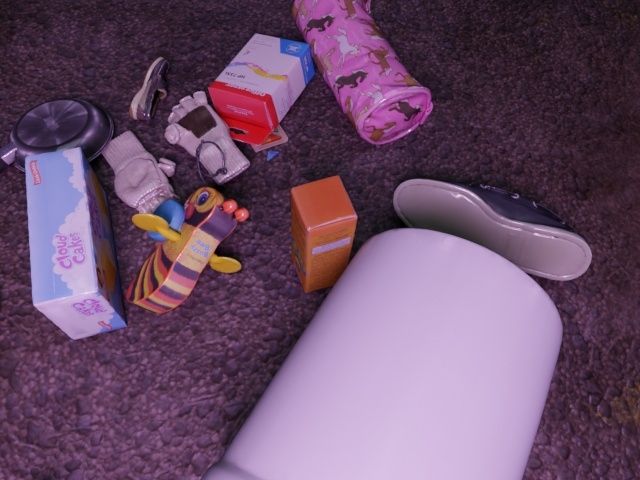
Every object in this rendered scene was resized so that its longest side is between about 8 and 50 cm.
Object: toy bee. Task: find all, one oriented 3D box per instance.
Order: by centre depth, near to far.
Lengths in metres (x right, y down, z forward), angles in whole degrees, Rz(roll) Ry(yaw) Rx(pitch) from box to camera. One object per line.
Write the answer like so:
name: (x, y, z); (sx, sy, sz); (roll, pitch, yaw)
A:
toy bee: (-0.198, -0.024, 0.836); (0.162, 0.195, 0.298); (8, 91, 44)

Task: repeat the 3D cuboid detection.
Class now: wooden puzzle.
wooden puzzle: (-0.111, -0.214, 1.063); (0.079, 0.014, 0.116); (-31, 68, -19)

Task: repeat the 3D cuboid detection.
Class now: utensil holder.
utensil holder: (0.093, 0.221, 0.660); (0.328, 0.327, 0.385); (28, 62, 11)

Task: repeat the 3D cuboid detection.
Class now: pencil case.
pencil case: (0.080, -0.375, 1.088); (0.167, 0.160, 0.385); (-33, 63, 19)

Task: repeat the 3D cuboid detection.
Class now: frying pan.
frying pan: (-0.557, -0.188, 0.996); (0.327, 0.053, 0.197); (-15, 55, -9)

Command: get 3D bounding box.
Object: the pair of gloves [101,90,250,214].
pair of gloves: (-0.278, -0.159, 0.987); (0.240, 0.042, 0.204); (-29, 67, -7)

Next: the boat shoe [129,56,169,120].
boat shoe: (-0.335, -0.303, 1.077); (0.049, 0.056, 0.152); (18, 71, 0)

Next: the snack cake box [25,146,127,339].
snack cake box: (-0.387, 0.004, 0.842); (0.089, 0.152, 0.264); (-13, 63, -12)

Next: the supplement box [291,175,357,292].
supplement box: (0.000, 0.000, 0.826); (0.080, 0.233, 0.078); (-18, 64, -10)

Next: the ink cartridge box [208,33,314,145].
ink cartridge box: (-0.125, -0.305, 1.064); (0.134, 0.078, 0.231); (19, 60, 20)

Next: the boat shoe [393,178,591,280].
boat shoe: (0.300, -0.039, 0.945); (0.340, 0.127, 0.113); (17, 31, 13)
